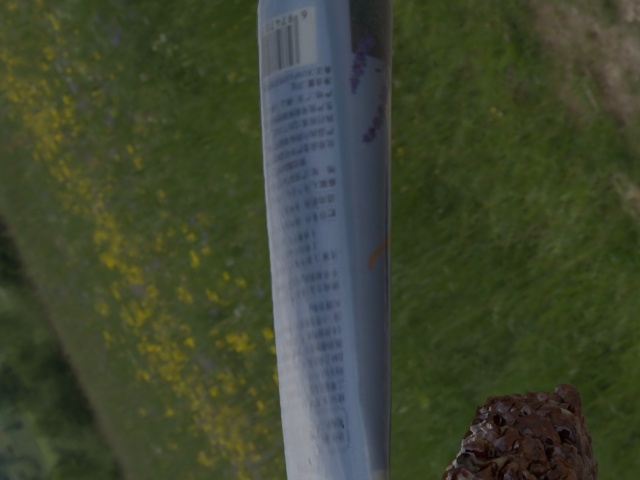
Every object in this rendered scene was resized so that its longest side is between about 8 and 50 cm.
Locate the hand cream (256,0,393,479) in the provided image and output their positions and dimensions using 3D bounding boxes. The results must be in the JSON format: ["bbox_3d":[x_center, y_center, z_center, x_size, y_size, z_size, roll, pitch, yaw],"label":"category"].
[{"bbox_3d":[0.000,0.000,0.484,0.088,0.055,0.256,153,120,-64],"label":"hand cream"}]

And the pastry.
[{"bbox_3d":[0.125,0.168,0.812,0.208,0.097,0.115,-34,-58,-67],"label":"pastry"}]
